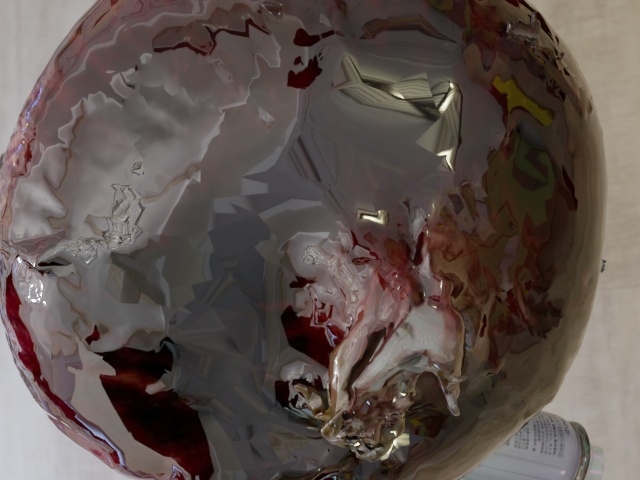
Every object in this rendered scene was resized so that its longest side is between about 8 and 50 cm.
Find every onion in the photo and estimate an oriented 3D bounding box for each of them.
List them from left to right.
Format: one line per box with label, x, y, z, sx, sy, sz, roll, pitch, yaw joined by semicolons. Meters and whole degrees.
onion;0.000;0.000;0.562;0.232;0.313;0.314;-136;62;-67

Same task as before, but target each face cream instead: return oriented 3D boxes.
face cream;0.145;0.174;1.037;0.075;0.229;0.075;-164;90;-72

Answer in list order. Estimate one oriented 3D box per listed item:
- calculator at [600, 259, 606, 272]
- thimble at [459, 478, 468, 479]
calculator;0.229;-0.025;1.250;0.172;0.057;0.018;38;102;-2
thimble;0.103;0.328;1.193;0.195;0.291;0.292;-4;83;14
